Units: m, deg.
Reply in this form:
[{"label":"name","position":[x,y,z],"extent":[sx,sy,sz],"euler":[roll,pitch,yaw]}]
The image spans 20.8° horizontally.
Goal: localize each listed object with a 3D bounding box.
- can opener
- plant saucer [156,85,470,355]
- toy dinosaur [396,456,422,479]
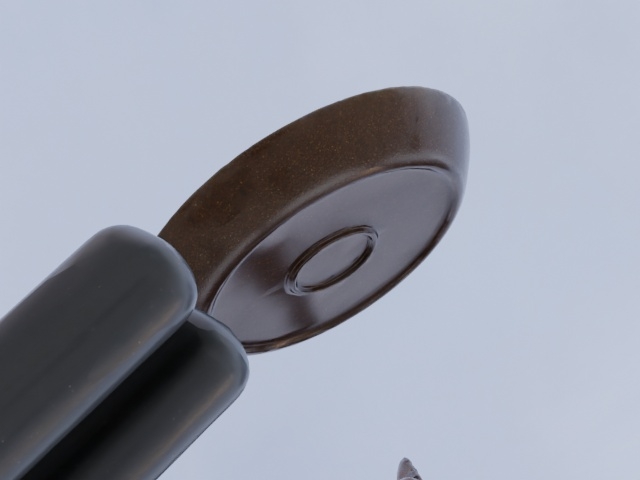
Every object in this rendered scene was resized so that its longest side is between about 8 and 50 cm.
[{"label":"can opener","position":[-0.144,0.101,0.514],"extent":[0.280,0.074,0.093],"euler":[-42,-140,-13]},{"label":"plant saucer","position":[0.000,0.000,0.762],"extent":[0.168,0.168,0.029],"euler":[-33,-114,-2]},{"label":"toy dinosaur","position":[0.009,0.161,0.756],"extent":[0.127,0.200,0.296],"euler":[26,-141,21]}]
